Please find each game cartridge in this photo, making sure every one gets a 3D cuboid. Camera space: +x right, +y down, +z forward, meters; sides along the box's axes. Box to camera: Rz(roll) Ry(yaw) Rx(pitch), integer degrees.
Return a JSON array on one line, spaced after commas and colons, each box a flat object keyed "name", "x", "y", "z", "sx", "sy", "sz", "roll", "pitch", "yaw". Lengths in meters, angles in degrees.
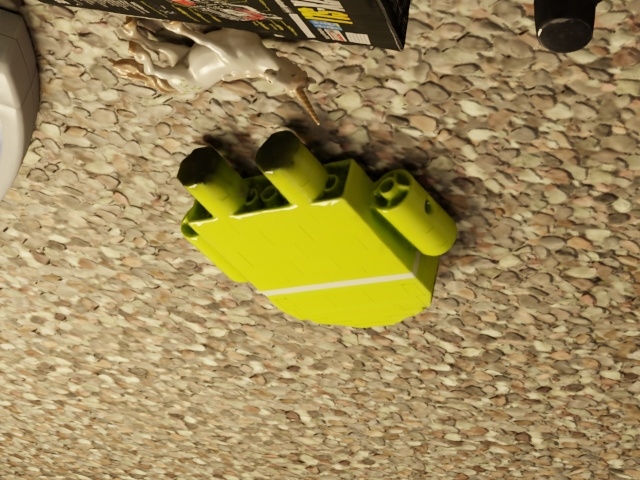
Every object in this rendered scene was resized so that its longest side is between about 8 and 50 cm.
[{"name": "game cartridge", "x": -0.342, "y": -0.115, "z": 1.157, "sx": 0.198, "sy": 0.062, "sz": 0.297, "roll": 22, "pitch": 150, "yaw": -8}]

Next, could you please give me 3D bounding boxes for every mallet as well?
[{"name": "mallet", "x": 0.216, "y": -0.180, "z": 0.843, "sx": 0.190, "sy": 0.062, "sz": 0.039, "roll": -25, "pitch": 137, "yaw": 27}]

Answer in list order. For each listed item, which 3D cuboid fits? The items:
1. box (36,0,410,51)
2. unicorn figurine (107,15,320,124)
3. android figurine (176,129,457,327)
[{"name": "box", "x": -0.083, "y": -0.177, "z": 0.766, "sx": 0.257, "sy": 0.079, "sz": 0.322, "roll": 7, "pitch": -179, "yaw": 8}, {"name": "unicorn figurine", "x": -0.078, "y": -0.137, "z": 1.015, "sx": 0.111, "sy": 0.060, "sz": 0.162, "roll": 34, "pitch": 161, "yaw": -35}, {"name": "android figurine", "x": 0.000, "y": 0.000, "z": 1.220, "sx": 0.248, "sy": 0.056, "sz": 0.273, "roll": -10, "pitch": 144, "yaw": 34}]
